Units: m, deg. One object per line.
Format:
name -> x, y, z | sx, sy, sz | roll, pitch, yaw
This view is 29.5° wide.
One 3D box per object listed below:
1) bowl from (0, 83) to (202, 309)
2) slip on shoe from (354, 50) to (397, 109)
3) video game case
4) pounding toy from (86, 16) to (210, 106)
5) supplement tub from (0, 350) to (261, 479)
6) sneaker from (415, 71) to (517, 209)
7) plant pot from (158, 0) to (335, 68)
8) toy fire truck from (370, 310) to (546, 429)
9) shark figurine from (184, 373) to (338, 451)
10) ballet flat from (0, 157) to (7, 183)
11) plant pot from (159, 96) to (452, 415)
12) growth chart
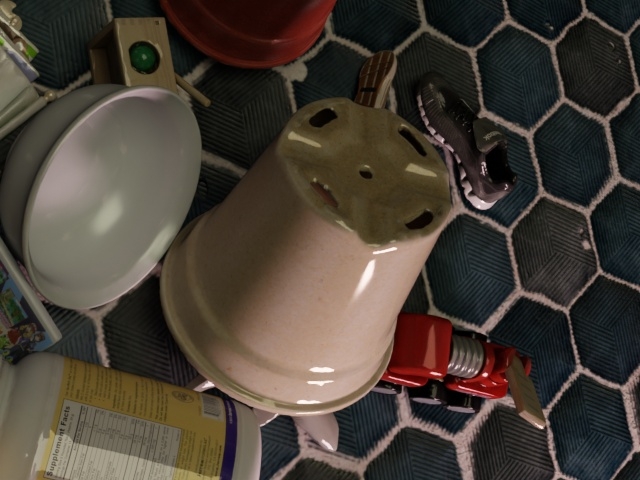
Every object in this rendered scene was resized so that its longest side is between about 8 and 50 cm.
bowl -> -0.291, -0.075, 1.495 | 0.134, 0.298, 0.298 | 29, 57, 27
slip on shoe -> 0.084, -0.225, 1.834 | 0.041, 0.051, 0.135 | 62, 38, -53
video game case -> -0.430, 0.074, 1.422 | 0.183, 0.023, 0.201 | -29, 96, 9
pounding toy -> -0.227, -0.218, 1.592 | 0.100, 0.141, 0.130 | -7, 84, -31
supplement tub -> -0.256, 0.263, 1.369 | 0.331, 0.241, 0.241 | 17, 72, -14
sneaker -> 0.234, -0.163, 1.866 | 0.078, 0.106, 0.234 | -32, 97, -32
plant pot -> -0.056, -0.399, 1.605 | 0.272, 0.265, 0.272 | 6, 75, -23
toy fire truck -> 0.200, 0.180, 1.695 | 0.217, 0.246, 0.158 | 17, 71, -26
shark figurine -> -0.083, 0.192, 1.611 | 0.278, 0.116, 0.166 | 7, 75, -31
ballet flat -> -0.359, -0.112, 1.558 | 0.049, 0.057, 0.173 | 34, 56, 26
plant pot -> 0.000, 0.000, 1.518 | 0.333, 0.305, 0.334 | 14, 49, -17
growth chart -> -0.443, -0.240, 1.543 | 0.172, 0.021, 0.237 | -39, 100, -30
